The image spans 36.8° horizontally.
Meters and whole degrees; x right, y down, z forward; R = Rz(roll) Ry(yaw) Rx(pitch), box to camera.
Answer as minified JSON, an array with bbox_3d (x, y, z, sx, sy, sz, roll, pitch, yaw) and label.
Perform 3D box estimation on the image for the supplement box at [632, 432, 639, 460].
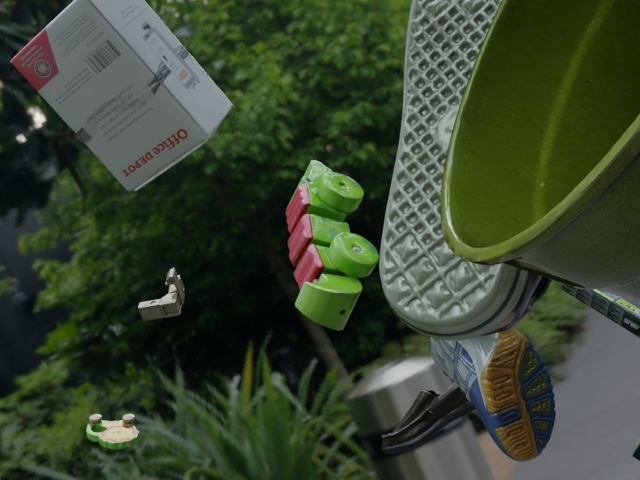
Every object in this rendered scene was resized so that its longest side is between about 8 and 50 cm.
[{"bbox_3d":[0.500,0.288,1.367,0.083,0.083,0.056,-39,-24,-55],"label":"supplement box"}]

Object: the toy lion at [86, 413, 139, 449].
[{"bbox_3d":[-0.383,0.355,1.773,0.100,0.034,0.096,1,18,-1],"label":"toy lion"}]

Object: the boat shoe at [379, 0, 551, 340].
[{"bbox_3d":[0.179,-0.141,0.921,0.187,0.500,0.156,7,-12,31],"label":"boat shoe"}]

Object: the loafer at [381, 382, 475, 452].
[{"bbox_3d":[0.196,0.303,1.720,0.220,0.078,0.080,-33,-10,5],"label":"loafer"}]

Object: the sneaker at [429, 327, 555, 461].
[{"bbox_3d":[0.225,0.167,1.346,0.112,0.296,0.131,-10,-18,-29],"label":"sneaker"}]

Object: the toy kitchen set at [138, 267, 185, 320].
[{"bbox_3d":[-0.304,0.095,1.823,0.075,0.068,0.083,-10,34,6],"label":"toy kitchen set"}]

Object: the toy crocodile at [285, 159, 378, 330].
[{"bbox_3d":[0.000,0.000,1.323,0.105,0.340,0.115,16,-55,-20],"label":"toy crocodile"}]

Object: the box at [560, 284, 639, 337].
[{"bbox_3d":[0.588,0.094,1.817,0.184,0.191,0.045,-22,-51,-31],"label":"box"}]

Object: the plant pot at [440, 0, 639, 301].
[{"bbox_3d":[0.316,-0.086,0.591,0.366,0.353,0.366,-156,90,-80],"label":"plant pot"}]

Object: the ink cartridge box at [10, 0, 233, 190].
[{"bbox_3d":[-0.312,-0.246,1.526,0.207,0.283,0.117,-28,20,35],"label":"ink cartridge box"}]
